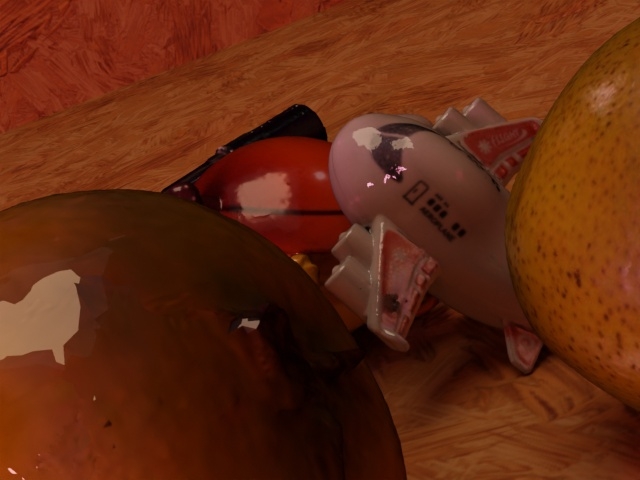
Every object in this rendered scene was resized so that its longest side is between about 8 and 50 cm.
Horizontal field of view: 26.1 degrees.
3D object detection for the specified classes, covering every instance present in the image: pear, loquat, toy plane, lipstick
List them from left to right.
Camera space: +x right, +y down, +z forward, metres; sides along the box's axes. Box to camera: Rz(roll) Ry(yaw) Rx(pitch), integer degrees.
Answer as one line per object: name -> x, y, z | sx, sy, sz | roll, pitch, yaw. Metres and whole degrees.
loquat -> -0.129, 0.137, 0.804 | 0.359, 0.328, 0.328 | -33, 10, 31
lipstick -> -0.120, -0.082, 1.801 | 0.299, 0.081, 0.081 | -33, 21, -25
toy plane -> 0.114, -0.008, 1.081 | 0.252, 0.252, 0.118 | -31, -11, -27
pear -> 0.259, -0.014, 0.855 | 0.294, 0.294, 0.294 | -20, 18, 7

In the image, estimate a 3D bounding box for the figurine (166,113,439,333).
figurine -> 0.000, -0.005, 1.239 | 0.320, 0.196, 0.323 | -3, 15, 42
